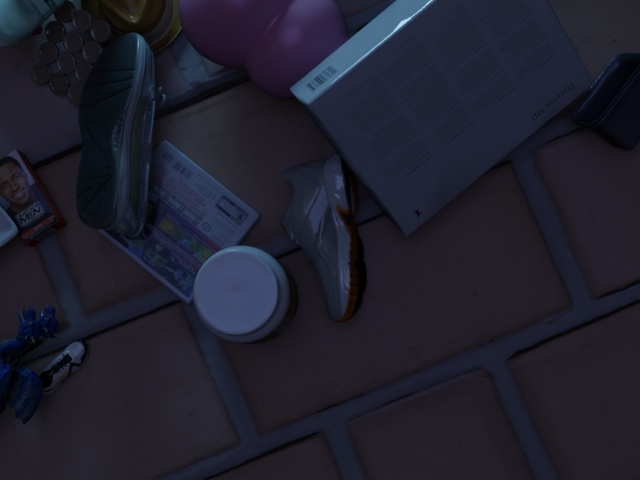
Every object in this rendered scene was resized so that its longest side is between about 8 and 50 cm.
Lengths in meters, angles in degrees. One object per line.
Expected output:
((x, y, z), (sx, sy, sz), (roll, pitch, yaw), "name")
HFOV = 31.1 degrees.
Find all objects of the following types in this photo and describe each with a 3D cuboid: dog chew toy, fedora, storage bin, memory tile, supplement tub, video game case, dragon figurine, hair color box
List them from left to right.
((-0.491, 0.233, 1.773), (0.144, 0.085, 0.289), (4, 76, 38), "dragon figurine")
((-0.478, -0.068, 1.852), (0.072, 0.043, 0.141), (-33, 82, 2), "hair color box")
((-0.405, -0.305, 1.860), (0.113, 0.012, 0.148), (28, 106, 13), "memory tile")
((-0.306, -0.395, 1.853), (0.194, 0.079, 0.194), (0, 85, 4), "fedora")
((-0.229, -0.030, 1.840), (0.201, 0.023, 0.183), (38, 88, 6), "video game case")
((-0.112, 0.083, 1.729), (0.144, 0.200, 0.144), (0, 84, 4), "supplement tub")
((-0.056, -0.315, 1.772), (0.332, 0.206, 0.207), (39, 88, -1), "dog chew toy")
((0.466, -0.208, 1.775), (0.091, 0.098, 0.135), (39, 88, -21), "storage bin")

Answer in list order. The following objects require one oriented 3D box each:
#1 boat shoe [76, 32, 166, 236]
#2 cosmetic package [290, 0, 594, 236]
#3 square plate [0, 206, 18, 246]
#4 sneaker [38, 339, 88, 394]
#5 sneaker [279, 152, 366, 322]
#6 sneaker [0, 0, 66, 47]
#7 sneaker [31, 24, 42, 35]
((-0.308, -0.167, 1.809), (0.118, 0.103, 0.321), (-7, 74, 33), "boat shoe")
((0.186, -0.231, 1.717), (0.377, 0.097, 0.284), (-39, 119, 0), "cosmetic package")
((-0.716, -0.031, 1.829), (0.344, 0.049, 0.347), (-39, 77, -13), "square plate")
((-0.410, 0.202, 1.820), (0.040, 0.044, 0.109), (40, 87, 9), "sneaker")
((0.000, 0.000, 1.792), (0.121, 0.099, 0.263), (-8, 79, 16), "sneaker")
((-0.415, -0.404, 1.773), (0.094, 0.151, 0.256), (49, 63, -29), "sneaker")
((-0.557, -0.426, 1.872), (0.252, 0.103, 0.111), (20, 85, -2), "sneaker")
